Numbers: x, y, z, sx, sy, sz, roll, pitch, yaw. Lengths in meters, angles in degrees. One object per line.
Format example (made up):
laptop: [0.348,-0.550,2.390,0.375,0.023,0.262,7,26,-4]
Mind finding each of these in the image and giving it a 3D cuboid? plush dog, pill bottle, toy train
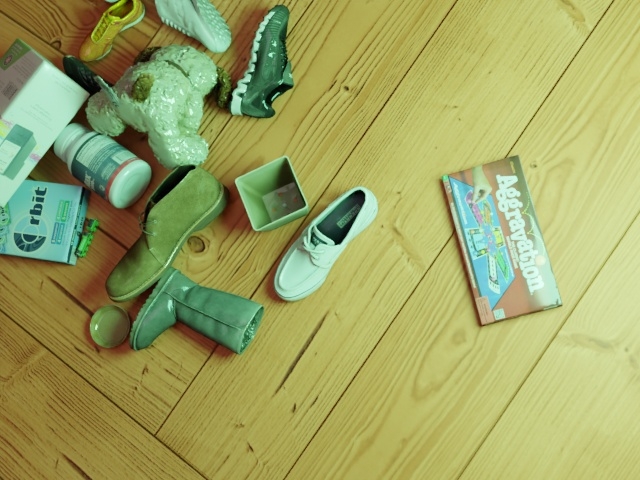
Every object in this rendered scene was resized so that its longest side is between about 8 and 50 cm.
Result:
plush dog: [-0.296,-0.296,1.771,0.262,0.211,0.225,26,51,8]
pill bottle: [-0.432,-0.152,1.810,0.180,0.108,0.108,35,88,18]
toy train: [-0.465,-0.006,1.831,0.017,0.024,0.083,20,84,17]

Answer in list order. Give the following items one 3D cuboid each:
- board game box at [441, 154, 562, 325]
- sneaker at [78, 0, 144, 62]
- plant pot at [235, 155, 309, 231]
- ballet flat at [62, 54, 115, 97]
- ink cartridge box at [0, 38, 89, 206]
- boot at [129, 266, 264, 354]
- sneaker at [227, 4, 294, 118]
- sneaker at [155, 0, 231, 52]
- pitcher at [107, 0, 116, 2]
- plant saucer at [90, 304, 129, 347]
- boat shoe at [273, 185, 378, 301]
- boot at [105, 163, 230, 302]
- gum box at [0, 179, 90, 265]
board game box: [0.321,-0.002,1.638,0.145,0.027,0.281,-16,75,9]
sneaker: [-0.440,-0.440,1.894,0.064,0.067,0.175,44,93,16]
plant pot: [-0.080,-0.078,1.714,0.109,0.096,0.109,-25,75,7]
ballet flat: [-0.468,-0.326,1.894,0.173,0.057,0.049,40,50,17]
ink cartridge box: [-0.638,-0.208,1.826,0.353,0.119,0.207,-52,40,-1]
boot: [-0.232,0.162,1.722,0.208,0.076,0.190,27,86,11]
sneaker: [-0.090,-0.338,1.785,0.106,0.078,0.234,21,87,13]
sneaker: [-0.267,-0.453,1.854,0.095,0.090,0.235,-41,68,16]
pitcher: [-0.379,-0.580,1.884,0.207,0.177,0.125,-49,31,16]
plant saucer: [-0.406,0.167,1.785,0.083,0.015,0.083,-3,78,12]
boat shoe: [0.000,0.000,1.685,0.095,0.084,0.258,37,89,17]
boot: [-0.315,-0.019,1.735,0.305,0.115,0.112,-49,47,-3]
gum box: [-0.568,-0.040,1.854,0.184,0.041,0.157,7,80,14]
